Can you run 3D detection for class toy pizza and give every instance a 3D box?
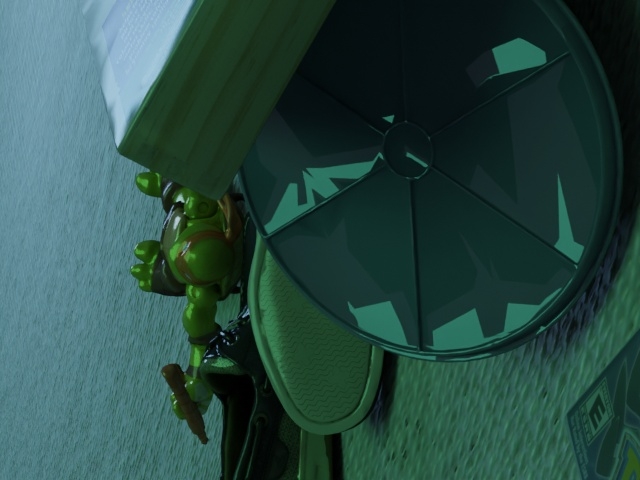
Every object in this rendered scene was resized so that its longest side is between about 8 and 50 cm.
[{"bbox_3d":[0.047,-0.044,0.855,0.201,0.032,0.201,10,110,31],"label":"toy pizza"}]

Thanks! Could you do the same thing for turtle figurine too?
[{"bbox_3d":[-0.086,-0.012,1.283,0.217,0.087,0.269,-139,40,-77],"label":"turtle figurine"}]

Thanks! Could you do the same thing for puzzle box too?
[{"bbox_3d":[0.016,-0.238,0.847,0.409,0.052,0.272,-58,20,13],"label":"puzzle box"}]

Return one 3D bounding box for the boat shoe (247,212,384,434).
[{"bbox_3d":[0.000,0.000,1.099,0.079,0.084,0.233,38,-141,-67],"label":"boat shoe"}]

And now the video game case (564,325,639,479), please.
[{"bbox_3d":[0.156,0.108,0.695,0.183,0.023,0.201,119,148,-50],"label":"video game case"}]

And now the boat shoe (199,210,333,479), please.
[{"bbox_3d":[-0.036,0.078,1.154,0.080,0.073,0.223,135,135,-61],"label":"boat shoe"}]
